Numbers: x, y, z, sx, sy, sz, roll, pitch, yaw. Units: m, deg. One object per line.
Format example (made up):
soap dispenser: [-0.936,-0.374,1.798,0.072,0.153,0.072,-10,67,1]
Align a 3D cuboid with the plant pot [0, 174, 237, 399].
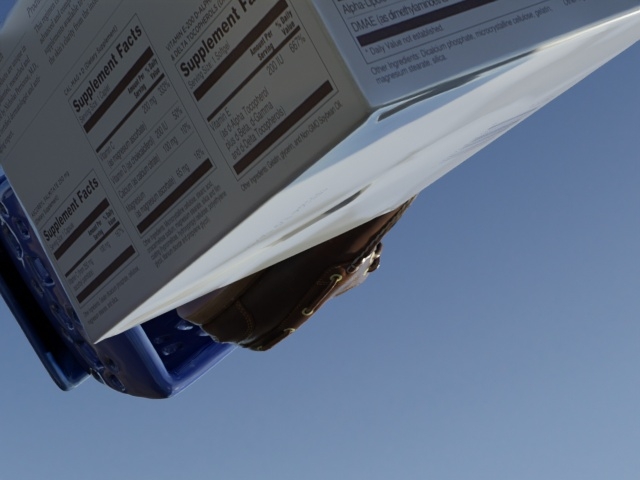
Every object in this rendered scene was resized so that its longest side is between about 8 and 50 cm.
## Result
plant pot: [-0.177,-0.001,1.239,0.212,0.236,0.236,-13,-69,47]

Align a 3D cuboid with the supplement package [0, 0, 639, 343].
supplement package: [-0.004,-0.090,0.587,0.204,0.145,0.262,-24,-6,-36]

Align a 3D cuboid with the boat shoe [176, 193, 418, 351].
boat shoe: [0.000,0.000,0.824,0.073,0.073,0.207,33,-50,-26]
